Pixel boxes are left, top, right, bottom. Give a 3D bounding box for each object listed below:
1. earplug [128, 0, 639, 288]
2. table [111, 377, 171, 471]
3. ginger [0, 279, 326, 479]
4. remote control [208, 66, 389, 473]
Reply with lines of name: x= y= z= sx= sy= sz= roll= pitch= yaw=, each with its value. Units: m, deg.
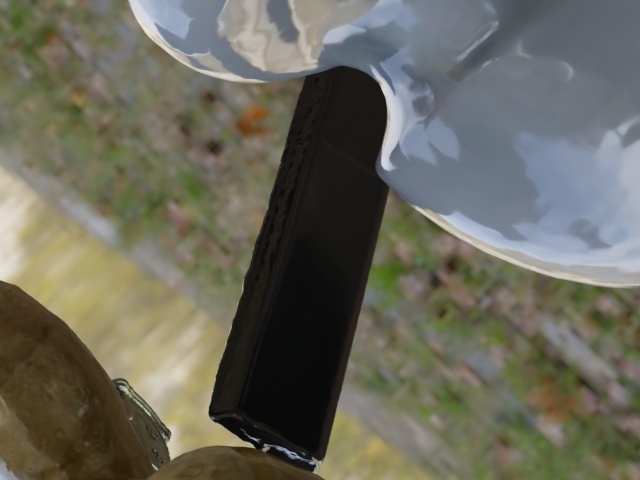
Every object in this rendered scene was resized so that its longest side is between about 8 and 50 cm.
earplug: x=0.065 y=-0.103 z=0.781 sx=0.325 sy=0.214 sz=0.175 roll=36 pitch=-163 yaw=-40
table: x=-0.127 y=0.148 z=1.250 sx=0.079 sy=0.062 sz=0.083 roll=56 pitch=-169 yaw=-48
ginger: x=-0.041 y=0.190 z=0.886 sx=0.363 sy=0.122 sz=0.348 roll=12 pitch=133 yaw=52
remote control: x=0.000 y=0.000 z=0.940 sx=0.063 sy=0.245 sz=0.025 roll=30 pitch=138 yaw=-19
